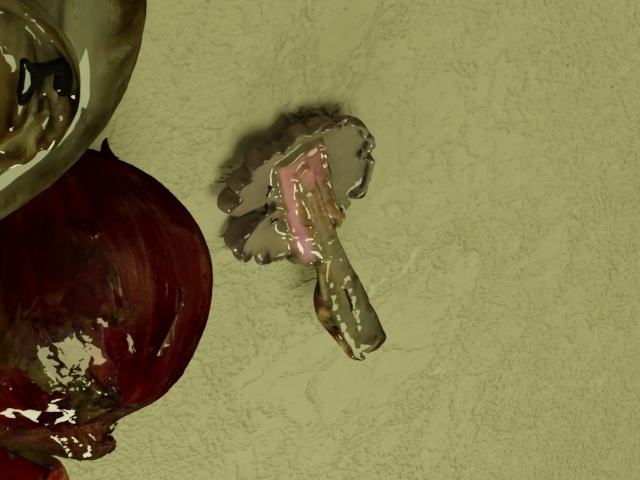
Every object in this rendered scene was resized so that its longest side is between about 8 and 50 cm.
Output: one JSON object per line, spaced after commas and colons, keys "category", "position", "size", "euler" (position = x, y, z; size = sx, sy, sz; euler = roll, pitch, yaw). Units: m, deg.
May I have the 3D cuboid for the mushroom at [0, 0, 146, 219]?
{"category": "mushroom", "position": [-0.263, -0.133, 1.049], "size": [0.362, 0.294, 0.362], "euler": [-27, 142, -24]}

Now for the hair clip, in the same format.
{"category": "hair clip", "position": [-0.004, -0.002, 1.629], "size": [0.173, 0.069, 0.300], "euler": [-34, 133, -17]}

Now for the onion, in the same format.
{"category": "onion", "position": [-0.220, 0.053, 1.304], "size": [0.276, 0.276, 0.276], "euler": [-26, 141, -24]}

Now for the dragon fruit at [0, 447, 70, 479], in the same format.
{"category": "dragon fruit", "position": [-0.315, 0.291, 1.426], "size": [0.231, 0.237, 0.302], "euler": [66, 30, -81]}
